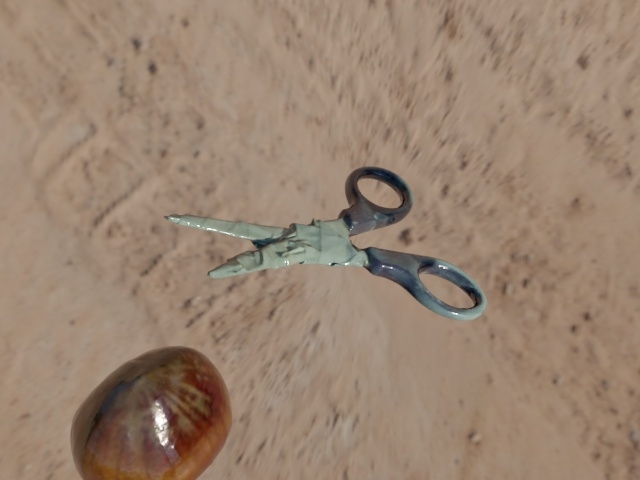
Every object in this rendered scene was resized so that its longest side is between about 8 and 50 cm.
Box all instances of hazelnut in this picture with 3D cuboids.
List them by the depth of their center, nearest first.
[{"bbox_3d":[-0.213,0.222,1.876,0.212,0.181,0.181,-39,113,-21],"label":"hazelnut"}]

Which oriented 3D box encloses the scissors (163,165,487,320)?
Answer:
[{"bbox_3d":[0.000,0.000,1.748,0.256,0.383,0.029,59,133,34],"label":"scissors"}]
